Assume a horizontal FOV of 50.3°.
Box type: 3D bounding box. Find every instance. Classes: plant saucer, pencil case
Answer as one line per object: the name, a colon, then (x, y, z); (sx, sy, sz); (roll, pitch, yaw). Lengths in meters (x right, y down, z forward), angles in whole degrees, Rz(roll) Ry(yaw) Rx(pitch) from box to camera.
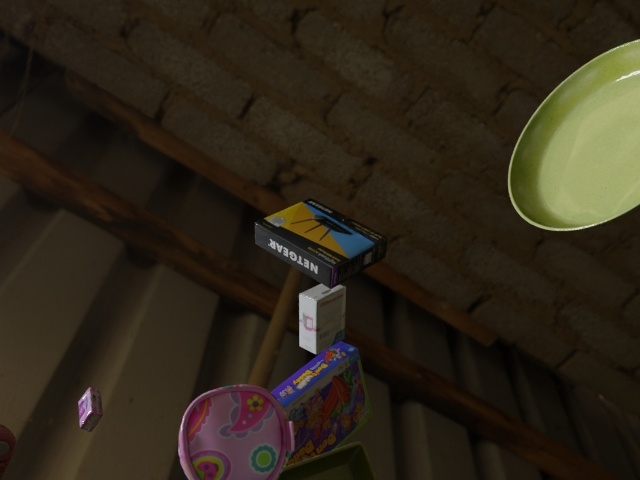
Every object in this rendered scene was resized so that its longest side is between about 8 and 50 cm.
plant saucer: (0.310, -0.107, 0.731); (0.037, 0.241, 0.241); (32, -154, -25)
plant saucer: (0.021, 0.457, 1.145); (0.188, 0.045, 0.188); (-7, -114, -34)
pencil case: (-0.105, 0.232, 0.791); (0.124, 0.284, 0.124); (4, -107, -12)

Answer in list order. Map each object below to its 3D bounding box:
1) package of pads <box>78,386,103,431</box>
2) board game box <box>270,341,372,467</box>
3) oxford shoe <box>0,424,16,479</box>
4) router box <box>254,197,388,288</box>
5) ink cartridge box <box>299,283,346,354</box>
package of pads: (-0.477, 0.351, 1.415); (0.032, 0.050, 0.083); (32, -168, -33)
board game box: (-0.025, 0.446, 1.729); (0.078, 0.233, 0.347); (16, -142, 44)
oxford shoe: (-0.440, 0.257, 0.649); (0.130, 0.348, 0.123); (54, -171, 21)
router box: (0.000, 0.000, 1.120); (0.179, 0.046, 0.133); (29, -140, 34)
ink cartridge box: (0.005, 0.153, 1.375); (0.052, 0.122, 0.089); (21, -150, 38)
